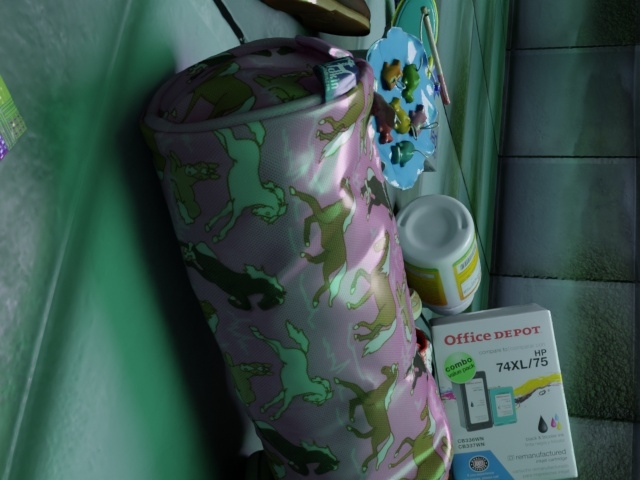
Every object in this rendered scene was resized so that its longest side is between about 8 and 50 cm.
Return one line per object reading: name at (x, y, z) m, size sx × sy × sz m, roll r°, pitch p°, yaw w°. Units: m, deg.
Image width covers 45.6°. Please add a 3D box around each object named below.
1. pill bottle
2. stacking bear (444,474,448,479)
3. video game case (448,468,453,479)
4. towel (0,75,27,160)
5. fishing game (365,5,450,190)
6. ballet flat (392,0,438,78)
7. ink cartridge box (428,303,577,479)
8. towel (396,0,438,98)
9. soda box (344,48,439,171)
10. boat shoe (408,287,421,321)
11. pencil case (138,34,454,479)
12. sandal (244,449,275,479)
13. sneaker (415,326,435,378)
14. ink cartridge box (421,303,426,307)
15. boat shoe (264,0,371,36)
pill bottle at (0.211, 0.038, 1.342) m, size 0.245 × 0.136 × 0.136 m, roll 63°, pitch 34°, yaw -57°
stacking bear at (0.070, 0.394, 0.939) m, size 0.175 × 0.164 × 0.289 m, roll -46°, pitch 140°, yaw -64°
video game case at (0.209, 0.450, 1.287) m, size 0.025 × 0.204 × 0.285 m, roll 71°, pitch 19°, yaw 1°
towel at (-0.173, -0.053, 0.356) m, size 0.083 × 0.009 × 0.060 m, roll -70°, pitch 154°, yaw -45°
fishing game at (0.099, -0.152, 0.861) m, size 0.264 × 0.041 × 0.189 m, roll -57°, pitch 137°, yaw -40°
ballet flat at (0.145, -0.287, 1.229) m, size 0.077 × 0.077 × 0.231 m, roll -100°, pitch -172°, yaw -70°
ink cartridge box at (0.302, 0.257, 1.303) m, size 0.197 × 0.198 × 0.270 m, roll 13°, pitch 68°, yaw -82°
towel at (0.180, -0.391, 1.355) m, size 0.243 × 0.040 × 0.336 m, roll -64°, pitch 150°, yaw -53°
soda box at (0.095, -0.168, 1.035) m, size 0.286 × 0.091 × 0.098 m, roll 23°, pitch 70°, yaw -71°
boat shoe at (0.109, 0.098, 1.161) m, size 0.190 × 0.068 × 0.072 m, roll -40°, pitch 118°, yaw -66°
pencil case at (-0.001, 0.043, 0.595) m, size 0.160 × 0.167 × 0.386 m, roll -68°, pitch 148°, yaw -57°
sandal at (-0.072, 0.291, 0.608) m, size 0.303 × 0.086 × 0.120 m, roll -81°, pitch 162°, yaw -69°
sneaker at (0.131, 0.260, 1.205) m, size 0.270 × 0.090 × 0.145 m, roll -72°, pitch 155°, yaw -49°
ink cartridge box at (0.223, 0.070, 1.519) m, size 0.088 × 0.052 × 0.122 m, roll 38°, pitch 57°, yaw -69°
boat shoe at (0.006, -0.258, 0.778) m, size 0.207 × 0.073 × 0.073 m, roll -8°, pitch 101°, yaw -72°
